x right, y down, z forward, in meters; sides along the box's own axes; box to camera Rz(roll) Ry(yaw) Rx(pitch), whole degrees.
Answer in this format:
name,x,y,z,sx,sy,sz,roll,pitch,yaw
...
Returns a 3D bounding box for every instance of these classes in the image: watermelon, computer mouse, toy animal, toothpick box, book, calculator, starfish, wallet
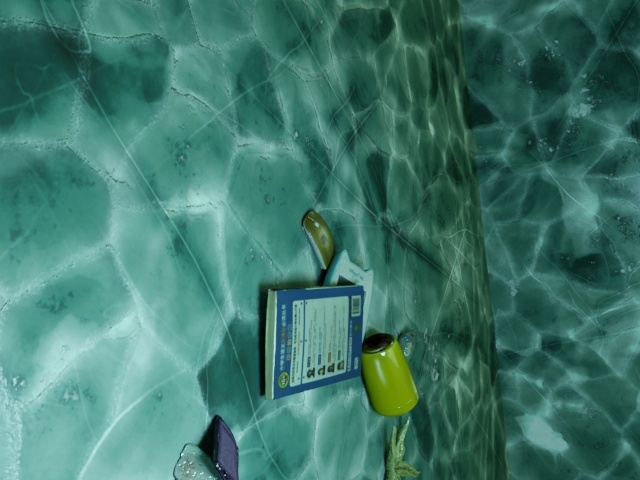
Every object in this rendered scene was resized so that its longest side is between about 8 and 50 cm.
name,x,y,z,sx,sy,sz,roll,pitch,yaw
watermelon,-0.265,0.551,1.341,0.094,0.081,0.180,-51,128,-15
computer mouse,0.002,0.000,1.845,0.102,0.045,0.199,-60,136,-46
toy animal,0.316,0.459,2.302,0.079,0.070,0.253,40,58,-5
toothpick box,0.232,0.465,2.048,0.175,0.175,0.271,-43,119,-52
book,-0.005,0.284,1.706,0.428,0.039,0.300,4,88,-52
calculator,0.074,0.243,1.880,0.256,0.054,0.386,35,59,-47
starfish,0.298,0.850,2.195,0.347,0.078,0.357,49,47,-44
wallet,-0.219,0.499,1.360,0.166,0.030,0.111,-113,-176,-65

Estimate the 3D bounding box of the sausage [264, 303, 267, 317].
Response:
name,x,y,z,sx,sy,sz,roll,pitch,yaw
sausage,-0.110,0.251,1.636,0.186,0.043,0.043,61,39,-34
